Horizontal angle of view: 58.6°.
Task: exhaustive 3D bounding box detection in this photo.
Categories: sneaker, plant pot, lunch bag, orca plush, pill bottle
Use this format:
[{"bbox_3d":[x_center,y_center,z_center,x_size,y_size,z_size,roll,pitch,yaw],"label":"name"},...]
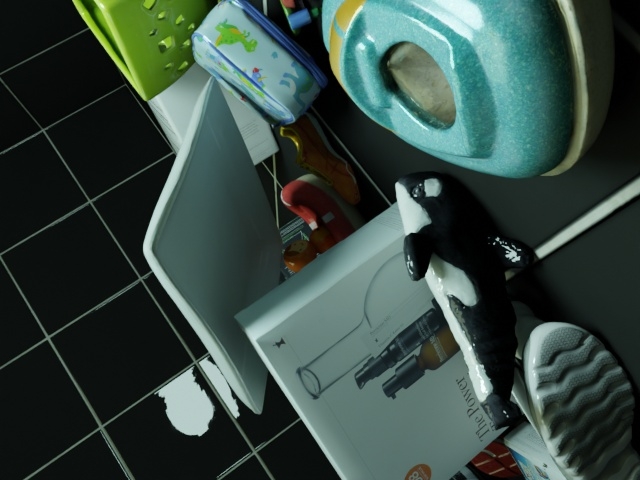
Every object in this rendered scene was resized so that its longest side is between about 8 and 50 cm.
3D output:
[{"bbox_3d":[0.278,0.314,1.000,0.221,0.087,0.128,39,-144,-20],"label":"sneaker"},{"bbox_3d":[0.000,-0.121,0.907,0.175,0.067,0.064,52,165,9],"label":"sneaker"},{"bbox_3d":[-0.261,-0.393,0.867,0.228,0.207,0.227,53,167,14],"label":"plant pot"},{"bbox_3d":[-0.085,-0.237,0.787,0.176,0.090,0.219,40,179,-14],"label":"lunch bag"},{"bbox_3d":[0.274,0.203,0.628,0.281,0.105,0.115,63,171,-20],"label":"sneaker"},{"bbox_3d":[0.167,0.038,0.587,0.151,0.102,0.287,31,-140,-42],"label":"orca plush"},{"bbox_3d":[0.209,0.096,0.677,0.067,0.067,0.120,62,166,-24],"label":"pill bottle"}]

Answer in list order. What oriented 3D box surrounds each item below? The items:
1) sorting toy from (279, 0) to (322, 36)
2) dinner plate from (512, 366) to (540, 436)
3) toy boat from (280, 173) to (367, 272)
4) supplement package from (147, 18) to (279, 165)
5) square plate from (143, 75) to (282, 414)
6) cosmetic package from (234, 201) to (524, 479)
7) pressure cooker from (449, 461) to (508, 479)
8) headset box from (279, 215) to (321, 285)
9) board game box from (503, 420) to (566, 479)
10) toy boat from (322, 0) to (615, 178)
[{"bbox_3d":[-0.024,-0.282,0.674,0.102,0.042,0.061,59,-170,-78],"label":"sorting toy"},{"bbox_3d":[0.276,0.212,0.741,0.141,0.017,0.141,51,-163,-22],"label":"dinner plate"},{"bbox_3d":[0.000,0.000,1.015,0.231,0.151,0.151,56,167,-2],"label":"toy boat"},{"bbox_3d":[-0.236,-0.280,1.122,0.175,0.178,0.292,44,162,43],"label":"supplement package"},{"bbox_3d":[-0.132,0.008,0.794,0.343,0.049,0.347,-87,-16,-45],"label":"square plate"},{"bbox_3d":[0.100,0.177,0.790,0.377,0.285,0.097,61,167,-23],"label":"cosmetic package"},{"bbox_3d":[0.245,0.644,1.187,0.376,0.421,0.369,161,105,-65],"label":"pressure cooker"},{"bbox_3d":[0.005,0.124,1.351,0.283,0.131,0.246,48,166,29],"label":"headset box"},{"bbox_3d":[0.401,0.420,0.813,0.305,0.053,0.193,58,168,-10],"label":"board game box"},{"bbox_3d":[0.051,-0.182,0.381,0.267,0.148,0.318,39,159,53],"label":"toy boat"}]
